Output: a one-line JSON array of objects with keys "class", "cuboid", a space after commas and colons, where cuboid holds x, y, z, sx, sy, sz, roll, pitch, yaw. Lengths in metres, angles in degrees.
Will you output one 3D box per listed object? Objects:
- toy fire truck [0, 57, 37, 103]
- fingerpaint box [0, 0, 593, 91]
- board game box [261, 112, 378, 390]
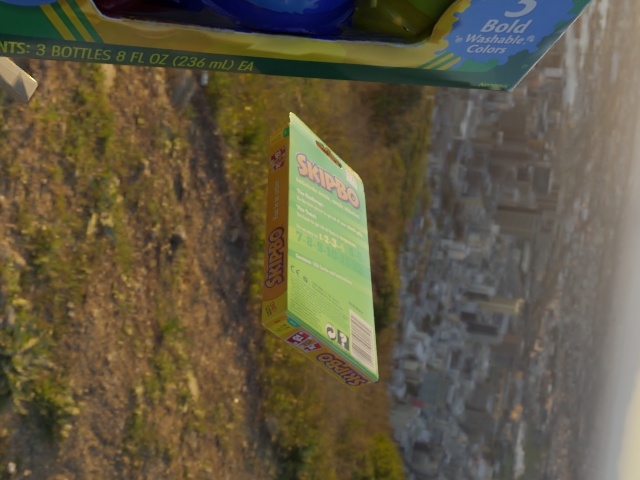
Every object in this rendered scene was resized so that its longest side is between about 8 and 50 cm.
[{"class": "toy fire truck", "cuboid": [-0.426, -0.323, 1.061, 0.217, 0.159, 0.246, -56, 159, -44]}, {"class": "fingerpaint box", "cuboid": [0.006, -0.260, 0.474, 0.371, 0.445, 0.163, 129, -45, -56]}, {"class": "board game box", "cuboid": [0.000, 0.000, 0.772, 0.124, 0.039, 0.259, 41, 35, -35]}]
